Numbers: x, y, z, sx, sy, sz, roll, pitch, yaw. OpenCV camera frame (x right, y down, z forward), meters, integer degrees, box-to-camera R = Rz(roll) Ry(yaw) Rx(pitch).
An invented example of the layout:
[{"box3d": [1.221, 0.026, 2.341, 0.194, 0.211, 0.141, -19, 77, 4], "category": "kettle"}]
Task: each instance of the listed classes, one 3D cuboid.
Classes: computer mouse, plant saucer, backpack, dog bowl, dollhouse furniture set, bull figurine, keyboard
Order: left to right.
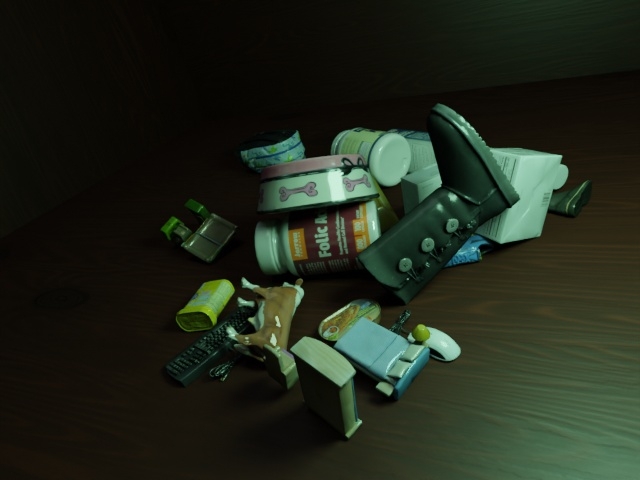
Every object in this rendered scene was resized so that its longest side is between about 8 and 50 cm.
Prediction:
[{"box3d": [-0.475, -0.010, 1.799, 0.302, 0.151, 0.197, 27, 67, 26], "category": "dollhouse furniture set"}, {"box3d": [-0.272, 0.293, 1.231, 0.202, 0.033, 0.317, 15, 41, 40], "category": "keyboard"}, {"box3d": [-0.149, 0.203, 1.223, 0.189, 0.101, 0.310, 14, 36, -5], "category": "bull figurine"}, {"box3d": [-0.247, -0.493, 2.378, 0.356, 0.273, 0.290, -15, 19, 46], "category": "backpack"}, {"box3d": [-0.018, -0.186, 1.432, 0.409, 0.150, 0.408, -8, 5, 1], "category": "dog bowl"}, {"box3d": [0.099, -0.144, 1.684, 0.333, 0.081, 0.332, -17, 47, -5], "category": "plant saucer"}, {"box3d": [0.065, 0.226, 0.997, 0.287, 0.198, 0.303, 26, 48, 36], "category": "dollhouse furniture set"}, {"box3d": [0.261, 0.239, 1.093, 0.193, 0.042, 0.106, 18, 41, 43], "category": "computer mouse"}]

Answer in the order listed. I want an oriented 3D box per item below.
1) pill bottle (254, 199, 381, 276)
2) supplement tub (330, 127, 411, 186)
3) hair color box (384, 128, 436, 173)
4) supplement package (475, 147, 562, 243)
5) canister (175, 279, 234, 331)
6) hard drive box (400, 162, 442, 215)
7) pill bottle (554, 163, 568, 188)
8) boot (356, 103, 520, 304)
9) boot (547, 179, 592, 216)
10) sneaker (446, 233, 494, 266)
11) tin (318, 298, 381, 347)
[{"box3d": [0.000, 0.000, 1.424, 0.393, 0.223, 0.224, -8, 30, 10], "category": "pill bottle"}, {"box3d": [0.223, -0.387, 1.983, 0.236, 0.235, 0.325, -30, 34, -27], "category": "supplement tub"}, {"box3d": [0.438, -0.404, 1.986, 0.105, 0.173, 0.347, -31, 34, -29], "category": "hair color box"}, {"box3d": [0.594, -0.146, 1.347, 0.204, 0.261, 0.145, -7, 24, -31], "category": "supplement package"}, {"box3d": [-0.359, 0.201, 1.373, 0.126, 0.073, 0.170, -11, 27, 22], "category": "canister"}, {"box3d": [0.384, -0.130, 1.482, 0.181, 0.232, 0.089, -23, 31, -17], "category": "hard drive box"}, {"box3d": [0.811, -0.267, 1.651, 0.124, 0.124, 0.221, -24, 31, -17], "category": "pill bottle"}, {"box3d": [0.269, -0.084, 1.179, 0.445, 0.367, 0.146, -42, 17, 9], "category": "boot"}, {"box3d": [0.846, -0.158, 1.508, 0.198, 0.076, 0.137, -34, 30, -33], "category": "boot"}, {"box3d": [0.437, 0.040, 1.335, 0.210, 0.069, 0.082, -22, 35, -15], "category": "sneaker"}, {"box3d": [0.083, 0.227, 1.193, 0.190, 0.040, 0.106, -28, 29, -23], "category": "tin"}]
